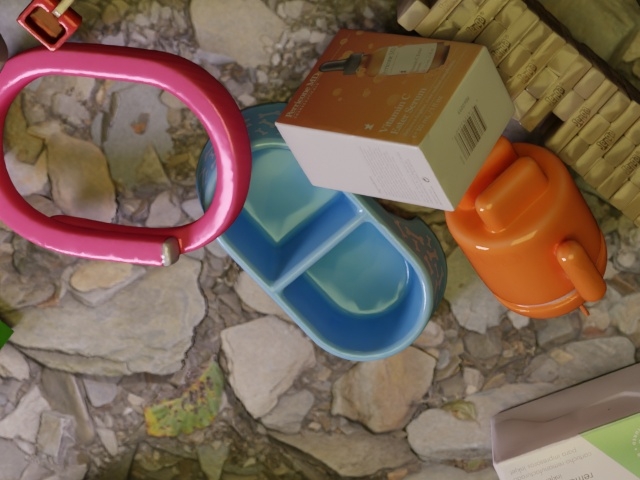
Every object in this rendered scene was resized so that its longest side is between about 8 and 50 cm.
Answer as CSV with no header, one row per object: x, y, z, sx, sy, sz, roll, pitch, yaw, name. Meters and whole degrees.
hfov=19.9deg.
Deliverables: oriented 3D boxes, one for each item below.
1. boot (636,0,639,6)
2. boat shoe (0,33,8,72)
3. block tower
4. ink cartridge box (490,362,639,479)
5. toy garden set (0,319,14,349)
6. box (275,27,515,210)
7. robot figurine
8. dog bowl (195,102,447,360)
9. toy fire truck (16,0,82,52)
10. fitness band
0.321,-0.312,1.690,0.076,0.137,0.198,3,74,-24,boot
-0.474,-0.238,1.714,0.367,0.136,0.156,38,107,-9,boat shoe
0.227,-0.147,1.744,0.335,0.091,0.097,38,107,-12,block tower
0.333,0.322,1.902,0.207,0.119,0.353,-21,108,10,ink cartridge box
-0.469,0.098,1.840,0.244,0.049,0.204,40,63,-12,toy garden set
0.069,-0.114,1.685,0.170,0.130,0.091,11,148,37,box
0.199,-0.009,1.750,0.158,0.128,0.219,-2,146,29,robot figurine
0.000,0.000,1.818,0.166,0.074,0.297,-40,104,16,dog bowl
-0.195,-0.271,1.689,0.047,0.135,0.192,41,107,-12,toy fire truck
-0.207,-0.085,1.764,0.290,0.054,0.209,7,109,19,fitness band
